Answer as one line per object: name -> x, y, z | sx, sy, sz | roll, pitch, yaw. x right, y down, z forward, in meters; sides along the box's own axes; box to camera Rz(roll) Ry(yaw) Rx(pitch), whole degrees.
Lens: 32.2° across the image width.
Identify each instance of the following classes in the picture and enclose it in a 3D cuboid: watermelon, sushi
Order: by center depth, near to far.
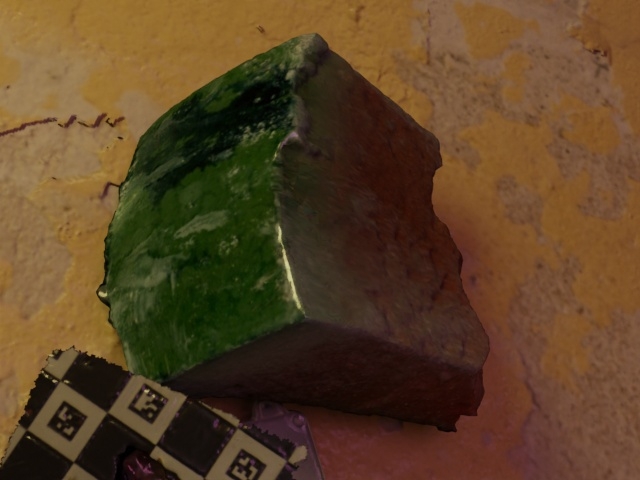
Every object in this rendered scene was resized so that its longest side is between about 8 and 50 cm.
sushi -> -0.134, 0.199, 0.747 | 0.193, 0.040, 0.210 | 23, 80, 8
watermelon -> 0.000, -0.010, 0.840 | 0.302, 0.151, 0.264 | 12, 51, -21

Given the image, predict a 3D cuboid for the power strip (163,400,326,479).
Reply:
power strip -> -0.034, 0.246, 0.791 | 0.118, 0.046, 0.270 | -10, 72, -25
